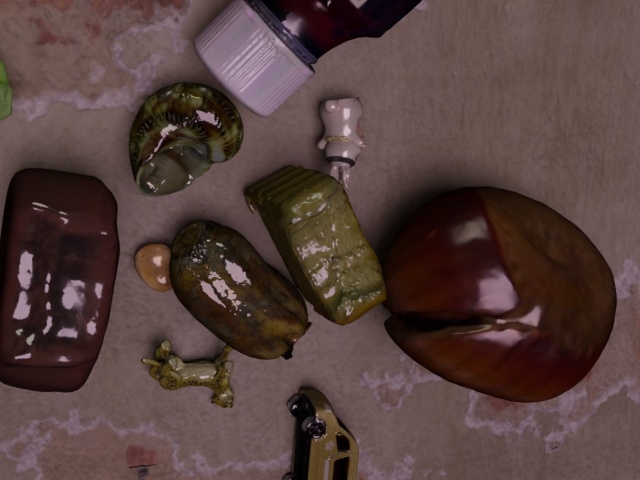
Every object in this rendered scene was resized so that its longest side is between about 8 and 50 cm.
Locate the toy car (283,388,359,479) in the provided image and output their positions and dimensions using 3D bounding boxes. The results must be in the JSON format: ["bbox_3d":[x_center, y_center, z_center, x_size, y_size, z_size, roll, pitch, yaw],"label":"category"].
[{"bbox_3d":[0.006,0.394,1.811,0.124,0.101,0.257,-1,108,-22],"label":"toy car"}]

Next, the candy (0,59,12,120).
[{"bbox_3d":[-0.614,-0.183,1.425,0.343,0.132,0.142,-27,128,-8],"label":"candy"}]

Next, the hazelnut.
[{"bbox_3d":[0.293,0.103,1.686,0.409,0.359,0.359,19,100,-18],"label":"hazelnut"}]

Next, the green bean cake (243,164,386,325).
[{"bbox_3d":[0.000,0.000,1.620,0.124,0.233,0.236,-31,114,-12],"label":"green bean cake"}]

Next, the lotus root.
[{"bbox_3d":[-0.139,0.084,1.641,0.152,0.160,0.275,-36,117,10],"label":"lotus root"}]

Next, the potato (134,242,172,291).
[{"bbox_3d":[-0.268,0.045,1.640,0.068,0.062,0.083,-23,89,21],"label":"potato"}]

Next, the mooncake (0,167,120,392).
[{"bbox_3d":[-0.390,0.049,1.473,0.174,0.334,0.326,9,63,-21],"label":"mooncake"}]

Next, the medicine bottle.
[{"bbox_3d":[-0.004,-0.371,1.498,0.395,0.242,0.242,-44,114,4],"label":"medicine bottle"}]

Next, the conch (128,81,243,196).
[{"bbox_3d":[-0.210,-0.165,1.566,0.181,0.124,0.187,0,135,-28],"label":"conch"}]

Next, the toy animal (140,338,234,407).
[{"bbox_3d":[-0.225,0.232,1.702,0.181,0.073,0.136,2,140,-19],"label":"toy animal"}]

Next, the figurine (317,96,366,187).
[{"bbox_3d":[0.049,-0.165,1.653,0.098,0.081,0.146,-15,101,-39],"label":"figurine"}]
